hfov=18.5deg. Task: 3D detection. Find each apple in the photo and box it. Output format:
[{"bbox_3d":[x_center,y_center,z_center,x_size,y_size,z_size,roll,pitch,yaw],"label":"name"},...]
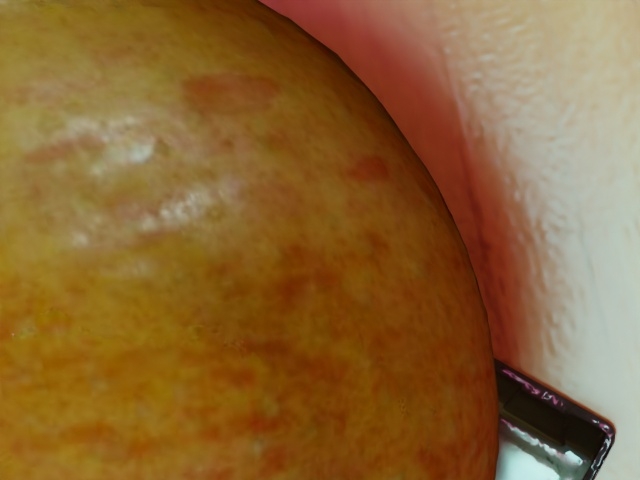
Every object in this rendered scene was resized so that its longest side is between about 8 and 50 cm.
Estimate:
[{"bbox_3d":[-0.103,0.049,0.610,0.299,0.275,0.299,5,97,42],"label":"apple"}]

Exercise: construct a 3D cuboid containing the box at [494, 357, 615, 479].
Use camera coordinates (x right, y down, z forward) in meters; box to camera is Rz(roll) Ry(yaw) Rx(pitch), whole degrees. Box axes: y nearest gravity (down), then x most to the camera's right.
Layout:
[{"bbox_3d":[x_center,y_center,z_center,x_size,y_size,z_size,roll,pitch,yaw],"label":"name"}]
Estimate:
[{"bbox_3d":[0.062,0.093,0.707,0.060,0.063,0.084,31,97,9],"label":"box"}]
